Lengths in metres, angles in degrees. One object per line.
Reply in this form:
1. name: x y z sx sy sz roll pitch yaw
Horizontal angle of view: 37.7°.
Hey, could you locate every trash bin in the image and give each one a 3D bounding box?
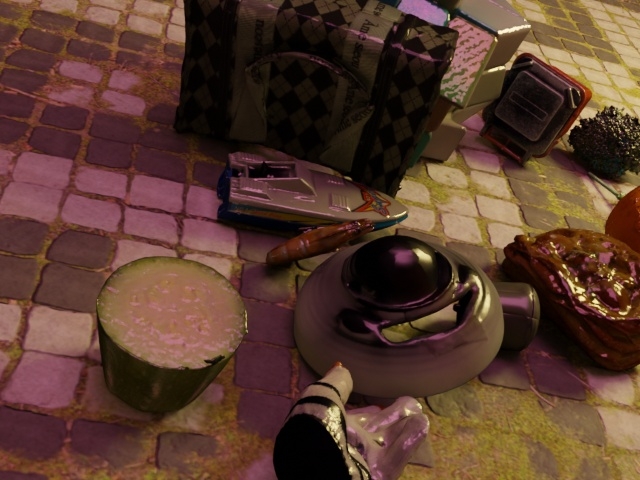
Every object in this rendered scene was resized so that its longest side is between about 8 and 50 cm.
1. trash bin: 0.436 -0.261 1.866 0.161 0.184 0.239 39 24 16

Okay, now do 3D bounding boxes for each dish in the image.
1. dish: 0.097 0.060 1.190 0.274 0.133 0.273 -3 38 2

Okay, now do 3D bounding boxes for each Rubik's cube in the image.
1. Rubik's cube: 0.156 -0.342 1.679 0.368 0.358 0.387 -20 61 -39

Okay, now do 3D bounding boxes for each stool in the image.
1. stool: 0.246 0.102 1.309 0.110 0.096 0.096 9 34 -4

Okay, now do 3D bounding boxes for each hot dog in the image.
1. hot dog: 0.392 0.067 1.404 0.196 0.122 0.272 -11 45 -27

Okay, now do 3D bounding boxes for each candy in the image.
1. candy: 0.562 -0.083 1.775 0.061 0.060 0.201 3 29 -22

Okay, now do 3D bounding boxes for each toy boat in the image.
1. toy boat: -0.004 -0.066 1.427 0.295 0.088 0.129 9 35 -13

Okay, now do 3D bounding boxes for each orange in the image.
1. orange: 0.571 -0.003 1.557 0.193 0.161 0.193 7 36 -5

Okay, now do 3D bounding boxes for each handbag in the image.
1. handbag: -0.021 -0.239 1.484 0.416 0.316 0.180 19 40 7

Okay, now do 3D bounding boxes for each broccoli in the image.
1. broccoli: 0.594 -0.197 1.891 0.154 0.167 0.160 59 11 2

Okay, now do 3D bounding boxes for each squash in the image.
1. squash: -0.175 0.113 1.060 0.170 0.122 0.170 13 34 -9

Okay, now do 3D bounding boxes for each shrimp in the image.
1. shrimp: 0.002 0.008 1.311 0.163 0.095 0.045 -18 69 5

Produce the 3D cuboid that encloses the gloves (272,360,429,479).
1. gloves: 0.031 0.222 1.027 0.140 0.131 0.219 29 4 19
